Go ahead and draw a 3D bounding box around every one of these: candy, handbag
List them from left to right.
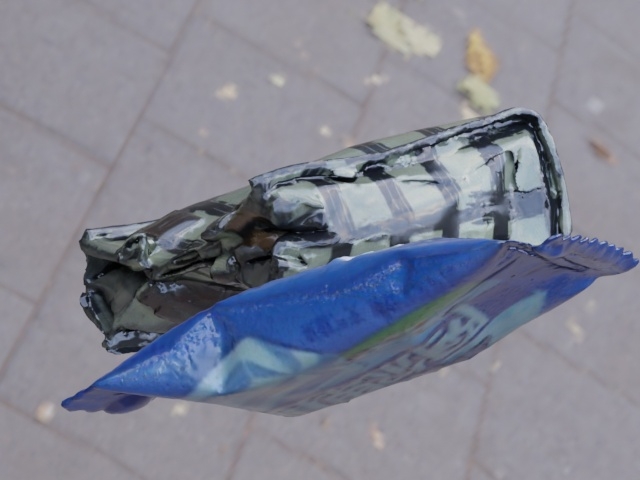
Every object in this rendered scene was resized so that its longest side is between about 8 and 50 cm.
[{"bbox_3d":[0.000,0.000,1.703,0.327,0.325,0.163,-9,83,-37],"label":"handbag"},{"bbox_3d":[0.021,0.050,1.150,0.187,0.331,0.077,7,64,-64],"label":"candy"}]
